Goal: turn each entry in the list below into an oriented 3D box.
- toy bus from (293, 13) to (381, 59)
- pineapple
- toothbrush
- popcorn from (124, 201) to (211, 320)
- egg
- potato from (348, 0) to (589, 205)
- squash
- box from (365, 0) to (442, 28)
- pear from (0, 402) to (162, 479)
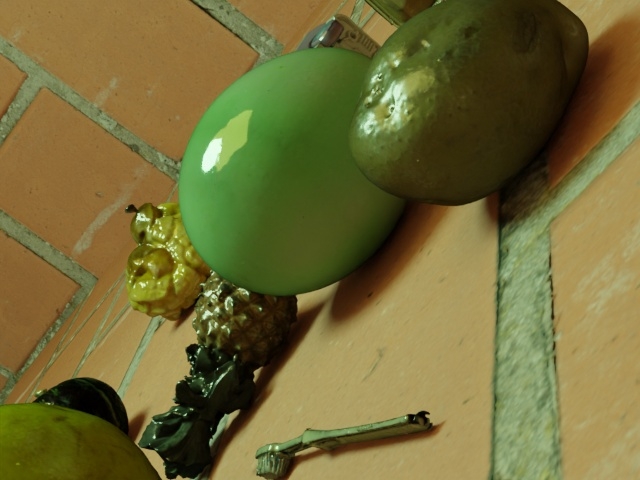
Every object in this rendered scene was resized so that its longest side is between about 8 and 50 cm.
[{"bbox_3d":[0.005,-0.196,1.754,0.142,0.142,0.202,-31,24,49],"label":"toy bus"},{"bbox_3d":[-0.111,0.140,1.329,0.119,0.111,0.237,75,-142,-65],"label":"pineapple"},{"bbox_3d":[0.010,0.154,0.971,0.294,0.026,0.028,-35,40,59],"label":"toothbrush"},{"bbox_3d":[-0.238,0.033,2.070,0.140,0.163,0.194,108,160,-64],"label":"popcorn"},{"bbox_3d":[-0.018,-0.071,1.256,0.270,0.220,0.220,-50,10,-13],"label":"egg"},{"bbox_3d":[0.122,-0.120,1.030,0.235,0.160,0.178,-43,31,-24],"label":"potato"},{"bbox_3d":[-0.361,0.277,1.790,0.193,0.156,0.193,-52,-10,-13],"label":"squash"},{"bbox_3d":[0.108,-0.398,1.880,0.111,0.177,0.111,-46,-7,-8],"label":"box"},{"bbox_3d":[-0.262,0.279,1.119,0.287,0.287,0.375,-53,-5,3],"label":"pear"}]
